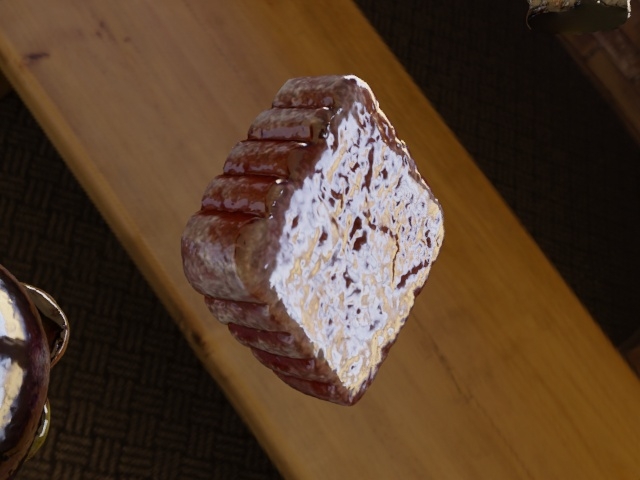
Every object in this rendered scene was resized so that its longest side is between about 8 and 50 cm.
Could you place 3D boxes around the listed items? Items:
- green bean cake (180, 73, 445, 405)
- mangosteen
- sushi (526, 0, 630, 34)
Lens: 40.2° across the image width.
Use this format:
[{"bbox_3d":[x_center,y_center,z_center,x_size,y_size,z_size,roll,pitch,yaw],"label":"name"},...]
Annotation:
[{"bbox_3d":[0.000,0.000,0.451,0.135,0.056,0.135,-59,136,-26],"label":"green bean cake"},{"bbox_3d":[-0.479,0.181,1.043,0.435,0.382,0.382,27,48,-60],"label":"mangosteen"},{"bbox_3d":[0.211,-0.200,0.716,0.083,0.044,0.046,2,63,17],"label":"sushi"}]
